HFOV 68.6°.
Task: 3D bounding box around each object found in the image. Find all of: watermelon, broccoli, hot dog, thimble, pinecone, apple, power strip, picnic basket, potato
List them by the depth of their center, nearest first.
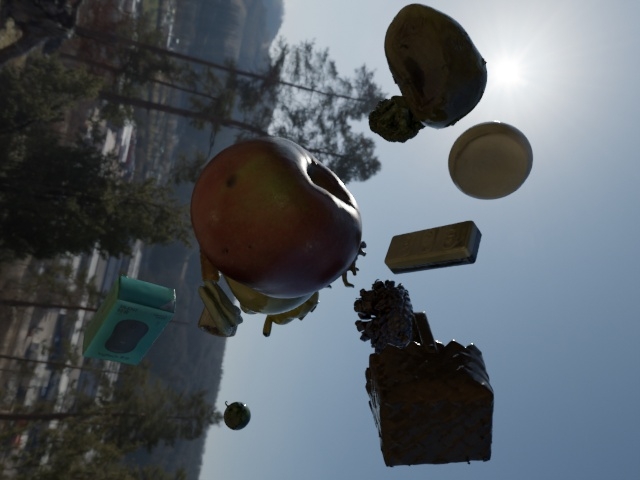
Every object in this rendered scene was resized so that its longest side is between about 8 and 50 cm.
[{"bbox_3d":[-0.091,-0.043,0.962,0.277,0.348,0.349,-43,-152,19],"label":"apple"},{"bbox_3d":[0.274,-0.418,1.134,0.210,0.307,0.173,-24,-153,36],"label":"potato"},{"bbox_3d":[0.254,0.353,1.138,0.321,0.291,0.254,-85,170,-65],"label":"picnic basket"},{"bbox_3d":[0.285,0.022,1.232,0.256,0.070,0.105,-14,-143,42],"label":"power strip"},{"bbox_3d":[-0.129,0.058,1.296,0.254,0.292,0.292,-23,-139,18],"label":"apple"},{"bbox_3d":[0.218,-0.336,1.300,0.138,0.162,0.146,103,13,-64],"label":"broccoli"},{"bbox_3d":[-0.305,0.239,1.421,0.102,0.115,0.090,60,36,-50],"label":"thimble"},{"bbox_3d":[-0.302,0.626,1.681,0.109,0.108,0.109,-168,-90,-76],"label":"watermelon"},{"bbox_3d":[-0.414,0.025,1.760,0.061,0.087,0.286,81,-2,-75],"label":"hot dog"},{"bbox_3d":[0.256,0.301,1.896,0.298,0.242,0.296,61,15,-44],"label":"pinecone"}]

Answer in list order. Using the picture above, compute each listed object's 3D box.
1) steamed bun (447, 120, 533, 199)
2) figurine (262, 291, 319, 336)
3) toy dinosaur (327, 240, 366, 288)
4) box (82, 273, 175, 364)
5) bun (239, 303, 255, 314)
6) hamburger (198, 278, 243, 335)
[{"bbox_3d":[0.487,-0.238,1.358,0.145,0.231,0.232,-70,-177,-53],"label":"steamed bun"},{"bbox_3d":[-0.126,0.276,2.053,0.326,0.169,0.218,-32,-178,41],"label":"figurine"},{"bbox_3d":[0.047,0.054,1.525,0.072,0.251,0.200,-25,-125,62],"label":"toy dinosaur"},{"bbox_3d":[-0.665,0.285,1.628,0.311,0.205,0.118,-50,-140,22],"label":"box"},{"bbox_3d":[-0.229,0.189,1.700,0.188,0.110,0.164,92,7,-51],"label":"bun"},{"bbox_3d":[-0.203,0.125,0.923,0.121,0.054,0.084,56,-12,12],"label":"hamburger"}]
